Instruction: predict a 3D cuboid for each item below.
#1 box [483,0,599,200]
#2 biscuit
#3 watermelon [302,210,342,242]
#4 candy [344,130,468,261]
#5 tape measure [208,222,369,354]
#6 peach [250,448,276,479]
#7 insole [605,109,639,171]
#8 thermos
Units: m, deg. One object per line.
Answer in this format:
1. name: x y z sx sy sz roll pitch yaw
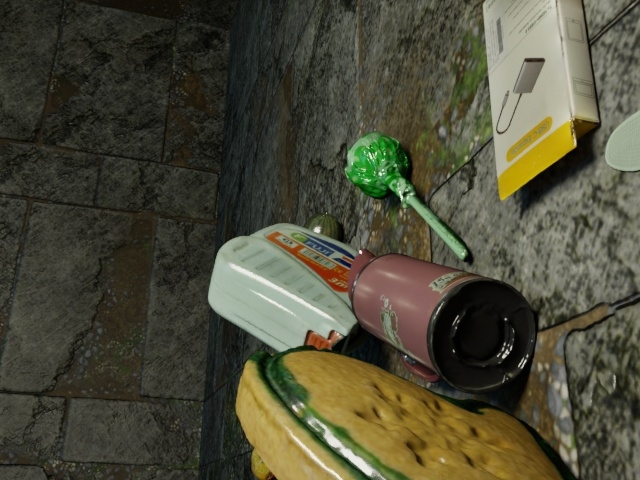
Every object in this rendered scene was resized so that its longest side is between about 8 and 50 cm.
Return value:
1. box: 0.212 -0.172 0.692 0.129 0.033 0.247 134 141 -63
2. biscuit: 0.100 0.172 0.549 0.343 0.287 0.057 30 104 42
3. watermelon: 0.000 0.000 1.270 0.078 0.078 0.111 -160 83 -74
4. candy: 0.118 -0.058 0.923 0.323 0.097 0.097 -124 43 -55
5. tape measure: -0.027 0.084 1.045 0.246 0.243 0.125 -26 -40 -56
6. peach: -0.099 0.450 1.449 0.098 0.061 0.098 -25 56 44
7. insole: 0.264 -0.081 0.523 0.152 0.002 0.053 180 98 -74
8. thermos: 0.117 0.084 0.806 0.109 0.136 0.330 -48 15 -7
